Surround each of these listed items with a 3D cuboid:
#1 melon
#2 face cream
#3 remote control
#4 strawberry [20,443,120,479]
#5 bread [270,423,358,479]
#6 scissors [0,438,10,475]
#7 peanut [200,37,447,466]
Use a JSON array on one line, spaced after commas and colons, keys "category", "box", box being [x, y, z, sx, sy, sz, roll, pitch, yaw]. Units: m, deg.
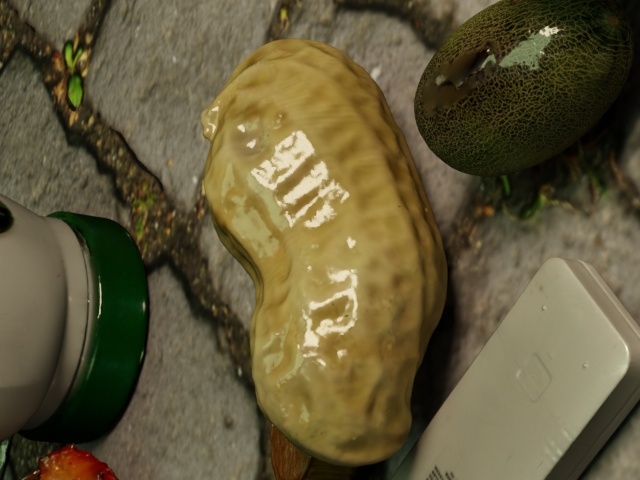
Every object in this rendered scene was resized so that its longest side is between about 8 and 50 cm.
[{"category": "melon", "box": [0.124, -0.098, 0.971, 0.162, 0.099, 0.099, -34, 55, 46]}, {"category": "face cream", "box": [-0.349, 0.056, 1.355, 0.312, 0.357, 0.219, 46, 117, 49]}, {"category": "remote control", "box": [0.108, 0.131, 0.981, 0.250, 0.034, 0.103, -59, 40, 25]}, {"category": "strawberry", "box": [-0.188, 0.246, 1.324, 0.187, 0.082, 0.146, 14, 97, 49]}, {"category": "bread", "box": [0.001, 0.136, 1.113, 0.085, 0.053, 0.085, -174, 90, -66]}, {"category": "scissors", "box": [-0.339, 0.310, 1.570, 0.144, 0.017, 0.247, 50, 119, 47]}, {"category": "peanut", "box": [0.000, 0.000, 1.068, 0.140, 0.153, 0.325, -48, 39, 43]}]
